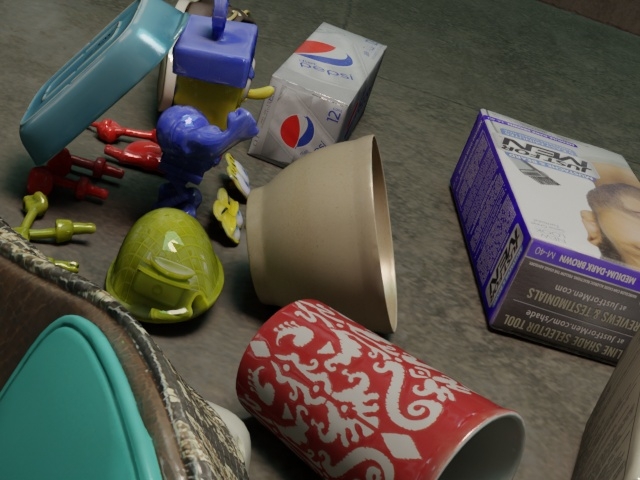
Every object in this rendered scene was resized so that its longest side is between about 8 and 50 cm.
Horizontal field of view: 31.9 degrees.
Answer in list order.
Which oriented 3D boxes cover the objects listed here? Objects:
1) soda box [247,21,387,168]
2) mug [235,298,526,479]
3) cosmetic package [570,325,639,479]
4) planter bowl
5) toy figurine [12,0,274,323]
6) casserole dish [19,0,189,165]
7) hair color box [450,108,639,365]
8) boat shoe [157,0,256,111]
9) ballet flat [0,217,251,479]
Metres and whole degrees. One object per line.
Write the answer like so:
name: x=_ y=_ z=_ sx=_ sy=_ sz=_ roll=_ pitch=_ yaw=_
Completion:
soda box: x=0.003 y=-0.170 z=1.306 sx=0.091 sy=0.098 sz=0.286 roll=21 pitch=25 yaw=3
mug: x=0.036 y=0.129 z=0.748 sx=0.169 sy=0.150 sz=0.113 roll=32 pitch=63 yaw=33
cosmetic package: x=0.244 y=0.165 z=0.741 sx=0.129 sy=0.153 sz=0.296 roll=26 pitch=27 yaw=10
planter bowl: x=0.000 y=0.000 z=0.915 sx=0.109 sy=0.162 sz=0.162 roll=-6 pitch=24 yaw=8
toy figurine: x=-0.131 y=-0.113 z=0.948 sx=0.191 sy=0.217 sz=0.362 roll=18 pitch=24 yaw=-5
casserole dish: x=-0.186 y=-0.137 z=0.930 sx=0.037 sy=0.188 sz=0.114 roll=44 pitch=25 yaw=-24
hair color box: x=0.252 y=-0.010 z=1.157 sx=0.185 sy=0.110 sz=0.339 roll=17 pitch=27 yaw=-9
boat shoe: x=-0.127 y=-0.215 z=1.287 sx=0.096 sy=0.117 sz=0.324 roll=14 pitch=20 yaw=-7
ballet flat: x=-0.147 y=0.088 z=0.629 sx=0.483 sy=0.164 sz=0.182 roll=39 pitch=11 yaw=39
